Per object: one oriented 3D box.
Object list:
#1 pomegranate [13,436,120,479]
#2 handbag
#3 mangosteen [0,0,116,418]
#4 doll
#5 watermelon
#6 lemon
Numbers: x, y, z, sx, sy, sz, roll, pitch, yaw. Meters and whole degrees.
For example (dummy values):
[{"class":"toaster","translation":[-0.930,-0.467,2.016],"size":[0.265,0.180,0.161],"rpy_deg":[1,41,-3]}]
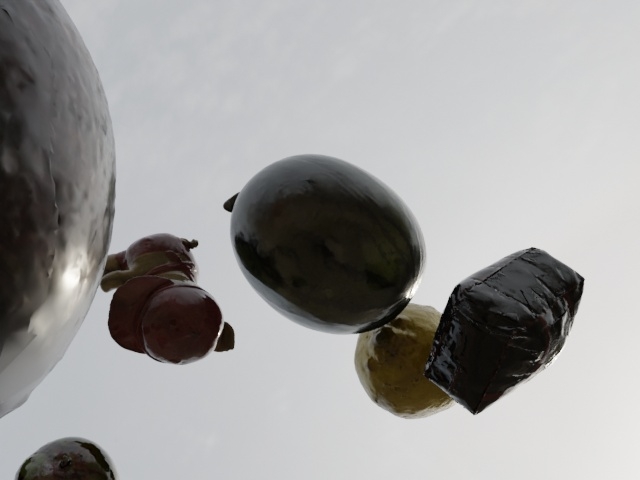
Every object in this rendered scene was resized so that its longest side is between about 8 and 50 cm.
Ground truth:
[{"class":"pomegranate","translation":[-0.357,0.349,1.142],"size":[0.148,0.148,0.169],"rpy_deg":[31,-53,-20]},{"class":"handbag","translation":[0.251,0.123,1.136],"size":[0.215,0.155,0.169],"rpy_deg":[-24,-35,-44]},{"class":"mangosteen","translation":[-0.255,-0.032,0.354],"size":[0.330,0.330,0.330],"rpy_deg":[-3,-68,-9]},{"class":"doll","translation":[-0.254,0.102,1.335],"size":[0.196,0.256,0.152],"rpy_deg":[-5,-58,-23]},{"class":"watermelon","translation":[0.000,0.000,1.370],"size":[0.279,0.359,0.278],"rpy_deg":[-39,-31,-30]},{"class":"lemon","translation":[0.165,0.214,1.471],"size":[0.204,0.204,0.260],"rpy_deg":[-44,-40,8]}]
